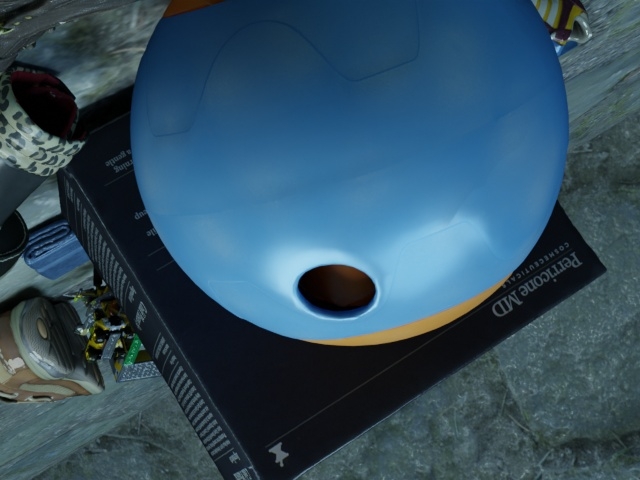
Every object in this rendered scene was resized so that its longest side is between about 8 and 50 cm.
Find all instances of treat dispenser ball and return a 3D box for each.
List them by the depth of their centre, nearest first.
[{"bbox_3d":[0.019,-0.073,0.765,0.288,0.288,0.288,-29,171,-5],"label":"treat dispenser ball"}]

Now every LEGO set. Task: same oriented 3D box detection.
[{"bbox_3d":[-0.136,0.024,1.351,0.331,0.192,0.255,-10,145,-25],"label":"LEGO set"}]

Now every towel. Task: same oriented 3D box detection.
[{"bbox_3d":[-0.265,0.007,1.163,0.067,0.029,0.119,-28,171,-7],"label":"towel"}]

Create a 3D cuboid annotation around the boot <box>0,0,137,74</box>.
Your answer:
[{"bbox_3d":[-0.151,-0.133,0.611,0.229,0.091,0.263,-30,169,38],"label":"boot"}]

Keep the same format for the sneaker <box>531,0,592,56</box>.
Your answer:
[{"bbox_3d":[0.218,-0.227,1.213,0.185,0.084,0.069,-24,170,-34],"label":"sneaker"}]

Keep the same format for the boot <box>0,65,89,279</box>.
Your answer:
[{"bbox_3d":[-0.232,-0.039,0.836,0.178,0.085,0.236,-34,172,12],"label":"boot"}]

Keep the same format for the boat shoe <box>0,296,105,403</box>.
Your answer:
[{"bbox_3d":[-0.353,0.144,1.422,0.116,0.123,0.324,-22,165,-2],"label":"boat shoe"}]

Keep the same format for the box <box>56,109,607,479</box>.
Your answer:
[{"bbox_3d":[0.000,0.000,0.988,0.343,0.313,0.179,-30,172,-17],"label":"box"}]

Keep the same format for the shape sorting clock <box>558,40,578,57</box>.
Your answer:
[{"bbox_3d":[0.243,-0.222,1.459,0.206,0.040,0.206,-29,-177,2],"label":"shape sorting clock"}]
